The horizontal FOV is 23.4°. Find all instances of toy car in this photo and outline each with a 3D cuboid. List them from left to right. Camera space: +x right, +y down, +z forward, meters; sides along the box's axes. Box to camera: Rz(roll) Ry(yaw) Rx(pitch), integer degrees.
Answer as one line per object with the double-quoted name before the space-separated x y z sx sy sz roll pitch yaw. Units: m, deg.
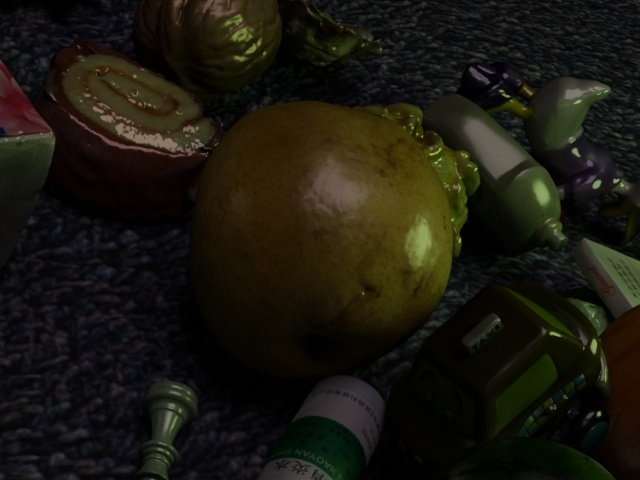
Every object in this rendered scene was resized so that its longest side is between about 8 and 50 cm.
"toy car" 0.179 0.145 1.630 0.248 0.198 0.204 -42 55 -9

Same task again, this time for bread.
"bread" -0.238 -0.123 1.883 0.244 0.123 0.190 26 38 4

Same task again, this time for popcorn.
"popcorn" 0.093 -0.072 1.948 0.235 0.181 0.217 30 37 9

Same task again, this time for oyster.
"oyster" -0.061 -0.355 2.226 0.133 0.198 0.337 -45 57 -5

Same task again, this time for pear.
"pear" 0.000 0.000 1.714 0.314 0.314 0.314 15 37 -12

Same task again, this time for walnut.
"walnut" -0.154 -0.283 2.079 0.213 0.213 0.213 15 37 -12

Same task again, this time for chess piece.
"chess piece" -0.164 0.213 1.565 0.059 0.059 0.149 18 41 -8

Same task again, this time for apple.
"apple" 0.432 0.189 1.745 0.286 0.233 0.286 28 35 -22

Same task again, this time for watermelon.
"watermelon" 0.195 0.309 1.482 0.242 0.242 0.242 15 37 -12

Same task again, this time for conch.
"conch" 0.353 0.103 1.971 0.170 0.079 0.106 9 42 -43

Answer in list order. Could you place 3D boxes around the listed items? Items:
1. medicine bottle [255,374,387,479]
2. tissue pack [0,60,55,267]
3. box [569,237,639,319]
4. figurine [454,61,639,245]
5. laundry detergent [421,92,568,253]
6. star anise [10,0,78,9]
"medicine bottle" -0.012 0.244 1.576 0.095 0.095 0.260 27 38 5
"tissue pack" -0.418 -0.117 1.715 0.137 0.209 0.270 -3 42 -45
"box" 0.433 0.080 2.000 0.245 0.035 0.139 20 31 -44
"figurine" 0.370 -0.119 2.143 0.421 0.193 0.154 41 30 -4
"laundry detergent" 0.229 -0.070 2.034 0.091 0.181 0.253 -34 60 -20
"star anise" -0.387 -0.411 2.174 0.223 0.109 0.236 2 56 -5
